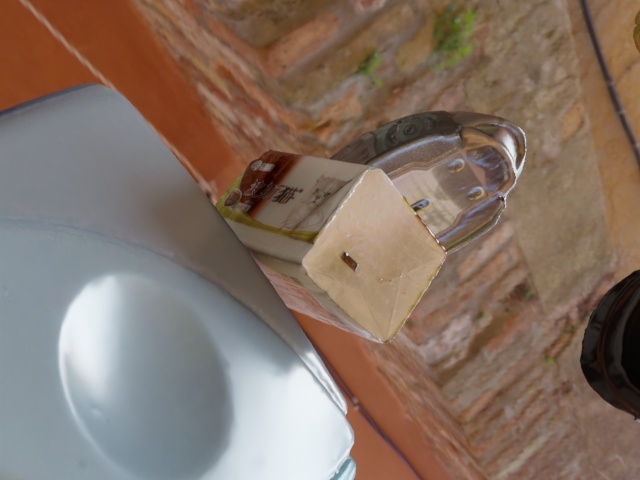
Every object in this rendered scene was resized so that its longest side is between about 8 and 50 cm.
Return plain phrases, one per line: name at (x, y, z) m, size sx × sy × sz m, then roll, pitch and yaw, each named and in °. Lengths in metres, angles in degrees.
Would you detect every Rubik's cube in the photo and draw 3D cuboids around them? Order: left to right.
Rubik's cube at (-0.227, 0.142, 0.596) m, size 0.347 × 0.352 × 0.351 m, roll -27°, pitch -170°, yaw 30°

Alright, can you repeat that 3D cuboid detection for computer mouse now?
computer mouse at (0.078, -0.055, 1.186) m, size 0.389 × 0.199 × 0.115 m, roll -27°, pitch -141°, yaw 15°

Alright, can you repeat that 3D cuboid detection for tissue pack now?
tissue pack at (0.001, 0.000, 0.699) m, size 0.099 × 0.106 × 0.149 m, roll -54°, pitch -146°, yaw -14°

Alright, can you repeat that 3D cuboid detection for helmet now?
helmet at (0.452, 0.130, 1.045) m, size 0.279 × 0.160 × 0.230 m, roll -13°, pitch -127°, yaw 51°

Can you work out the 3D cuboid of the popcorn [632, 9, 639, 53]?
popcorn at (0.556, -0.291, 1.382) m, size 0.192 × 0.233 × 0.266 m, roll -47°, pitch -153°, yaw 10°
